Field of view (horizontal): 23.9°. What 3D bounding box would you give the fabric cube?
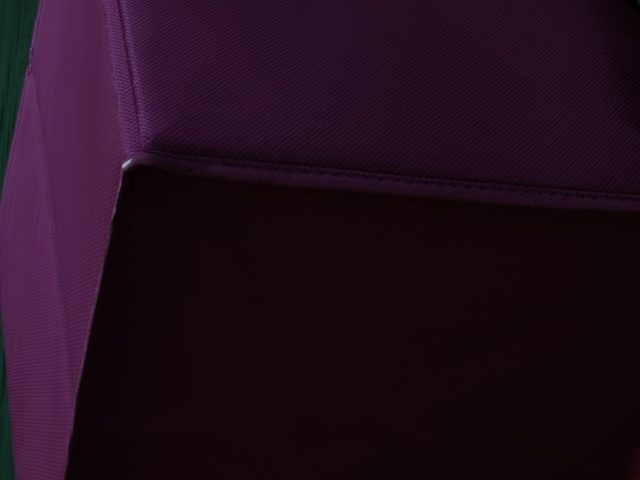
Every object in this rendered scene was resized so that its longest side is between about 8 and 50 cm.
[{"bbox_3d":[0.000,0.000,0.672,0.258,0.254,0.259,-107,28,-50],"label":"fabric cube"}]
